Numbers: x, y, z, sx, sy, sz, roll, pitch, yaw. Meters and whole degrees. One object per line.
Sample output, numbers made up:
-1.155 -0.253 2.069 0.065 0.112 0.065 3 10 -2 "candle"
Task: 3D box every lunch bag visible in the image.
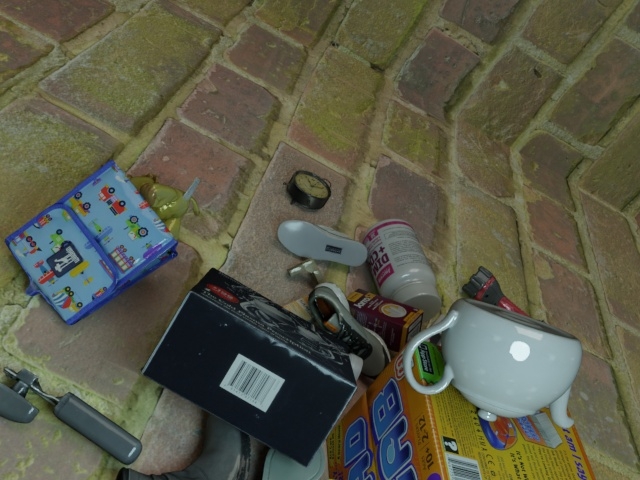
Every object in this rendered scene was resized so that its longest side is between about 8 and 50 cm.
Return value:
-0.477 0.018 1.448 0.293 0.138 0.221 -38 87 -17 "lunch bag"

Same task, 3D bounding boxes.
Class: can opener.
-0.448 0.315 1.223 0.283 0.076 0.095 34 66 1 "can opener"

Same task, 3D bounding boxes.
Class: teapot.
0.307 0.218 1.212 0.256 0.187 0.252 21 5 31 "teapot"

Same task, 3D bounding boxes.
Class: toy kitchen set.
-0.038 0.096 1.853 0.083 0.075 0.068 65 -8 -9 "toy kitchen set"

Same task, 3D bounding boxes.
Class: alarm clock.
-0.025 -0.155 2.139 0.129 0.064 0.192 43 37 15 "alarm clock"

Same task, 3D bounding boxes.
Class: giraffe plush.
-0.410 -0.093 1.676 0.170 0.181 0.210 24 61 30 "giraffe plush"

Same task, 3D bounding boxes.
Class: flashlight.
0.578 0.207 2.143 0.304 0.103 0.103 40 33 12 "flashlight"

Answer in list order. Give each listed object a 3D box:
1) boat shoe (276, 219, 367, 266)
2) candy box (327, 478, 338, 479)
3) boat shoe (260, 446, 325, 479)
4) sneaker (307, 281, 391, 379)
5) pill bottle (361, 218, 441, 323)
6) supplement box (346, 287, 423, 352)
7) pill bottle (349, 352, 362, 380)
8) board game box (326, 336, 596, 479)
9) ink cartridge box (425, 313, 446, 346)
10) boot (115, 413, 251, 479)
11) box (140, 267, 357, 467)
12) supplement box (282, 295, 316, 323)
0.000 0.000 1.949 0.267 0.096 0.088 12 10 -19 "boat shoe"
0.011 0.545 1.256 0.027 0.105 0.206 19 36 -20 "candy box"
-0.071 0.468 1.290 0.114 0.091 0.302 23 24 9 "boat shoe"
0.060 0.223 1.666 0.271 0.100 0.108 50 18 8 "sneaker"
0.225 0.087 1.954 0.160 0.160 0.283 12 39 -29 "pill bottle"
0.148 0.199 1.761 0.188 0.080 0.104 18 27 26 "supplement box"
-0.001 0.265 1.596 0.180 0.108 0.108 27 34 -9 "pill bottle"
0.256 0.467 1.328 0.356 0.356 0.356 19 36 -19 "board game box"
0.298 0.346 1.718 0.226 0.131 0.306 40 36 10 "ink cartridge box"
-0.241 0.411 1.209 0.223 0.118 0.338 17 35 -21 "boot"
-0.126 0.226 1.367 0.343 0.179 0.312 31 3 -5 "box"
-0.052 0.180 1.723 0.062 0.036 0.098 47 36 18 "supplement box"
